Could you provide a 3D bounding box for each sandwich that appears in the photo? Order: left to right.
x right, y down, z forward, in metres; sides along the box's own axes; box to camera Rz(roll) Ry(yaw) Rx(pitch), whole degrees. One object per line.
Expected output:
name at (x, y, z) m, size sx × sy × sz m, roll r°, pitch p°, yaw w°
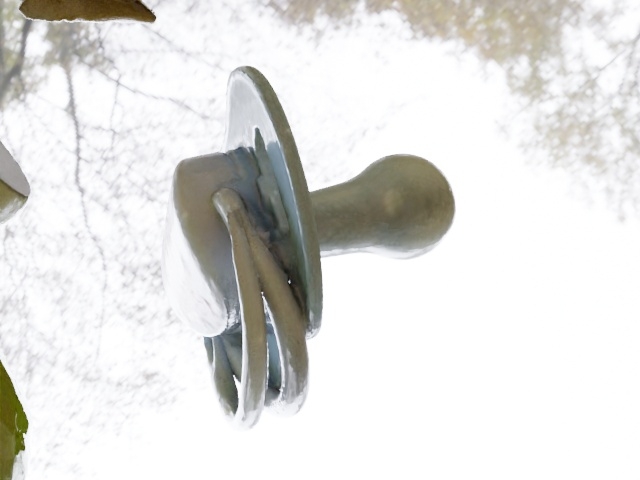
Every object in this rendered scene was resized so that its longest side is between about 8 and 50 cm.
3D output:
sandwich at (-0.253, -0.262, 1.016) m, size 0.244 × 0.088 × 0.090 m, roll 49°, pitch -176°, yaw -31°

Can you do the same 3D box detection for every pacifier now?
pacifier at (0.000, 0.000, 0.895) m, size 0.233 × 0.299 × 0.244 m, roll -16°, pitch -109°, yaw -17°

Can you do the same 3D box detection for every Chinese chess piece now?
Chinese chess piece at (-0.191, -0.042, 0.614) m, size 0.034 × 0.084 × 0.084 m, roll -39°, pitch -93°, yaw 1°

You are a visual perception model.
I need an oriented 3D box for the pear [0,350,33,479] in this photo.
pear at (-0.335, 0.156, 0.611) m, size 0.391 × 0.391 × 0.391 m, roll 13°, pitch -121°, yaw -24°
